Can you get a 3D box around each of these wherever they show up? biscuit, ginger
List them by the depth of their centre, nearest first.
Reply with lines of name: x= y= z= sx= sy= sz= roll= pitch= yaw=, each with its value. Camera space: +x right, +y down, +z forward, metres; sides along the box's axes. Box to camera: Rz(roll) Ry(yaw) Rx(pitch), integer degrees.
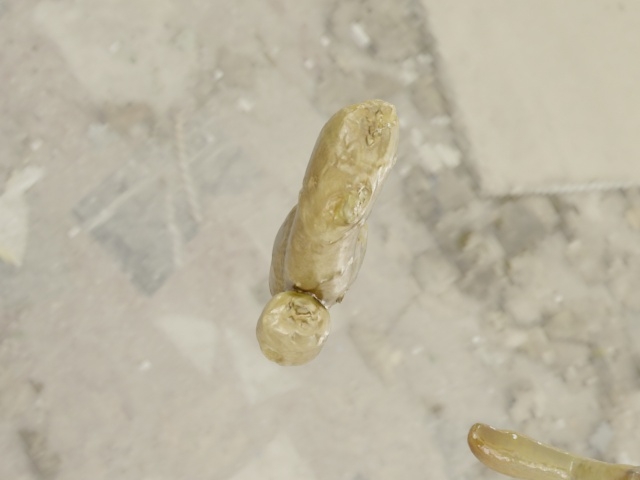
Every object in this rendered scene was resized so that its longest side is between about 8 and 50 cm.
ginger: x=0.003 y=-0.010 z=1.086 sx=0.059 sy=0.214 sz=0.133 roll=19 pitch=33 yaw=2
biscuit: x=0.262 y=0.230 z=1.699 sx=0.164 sy=0.208 sz=0.047 roll=25 pitch=79 yaw=-49
